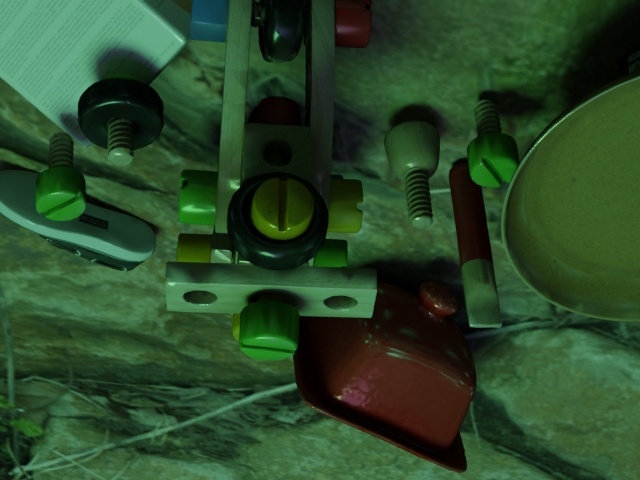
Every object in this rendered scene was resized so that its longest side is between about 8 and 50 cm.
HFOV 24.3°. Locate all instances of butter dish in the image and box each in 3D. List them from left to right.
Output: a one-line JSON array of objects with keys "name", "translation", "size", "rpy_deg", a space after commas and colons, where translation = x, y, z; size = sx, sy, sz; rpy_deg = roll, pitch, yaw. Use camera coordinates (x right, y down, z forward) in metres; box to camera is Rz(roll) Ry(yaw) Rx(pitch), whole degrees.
[{"name": "butter dish", "translation": [0.066, 0.084, 1.192], "size": [0.160, 0.160, 0.118], "rpy_deg": [27, 113, -19]}]

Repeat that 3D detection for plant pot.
[{"name": "plant pot", "translation": [0.235, -0.035, 0.999], "size": [0.236, 0.032, 0.236], "rpy_deg": [-4, 135, -4]}]

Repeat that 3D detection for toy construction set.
[{"name": "toy construction set", "translation": [0.000, 0.000, 0.969], "size": [0.308, 0.237, 0.257], "rpy_deg": [15, 141, -26]}]

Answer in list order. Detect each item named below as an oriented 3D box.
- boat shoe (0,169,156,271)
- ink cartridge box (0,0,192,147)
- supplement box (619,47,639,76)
[{"name": "boat shoe", "translation": [-0.201, -0.011, 1.186], "size": [0.142, 0.049, 0.040], "rpy_deg": [23, 138, -19]}, {"name": "ink cartridge box", "translation": [-0.187, -0.166, 1.026], "size": [0.179, 0.045, 0.145], "rpy_deg": [43, 132, -9]}, {"name": "supplement box", "translation": [0.247, -0.097, 1.002], "size": [0.055, 0.043, 0.083], "rpy_deg": [-28, 127, 32]}]
